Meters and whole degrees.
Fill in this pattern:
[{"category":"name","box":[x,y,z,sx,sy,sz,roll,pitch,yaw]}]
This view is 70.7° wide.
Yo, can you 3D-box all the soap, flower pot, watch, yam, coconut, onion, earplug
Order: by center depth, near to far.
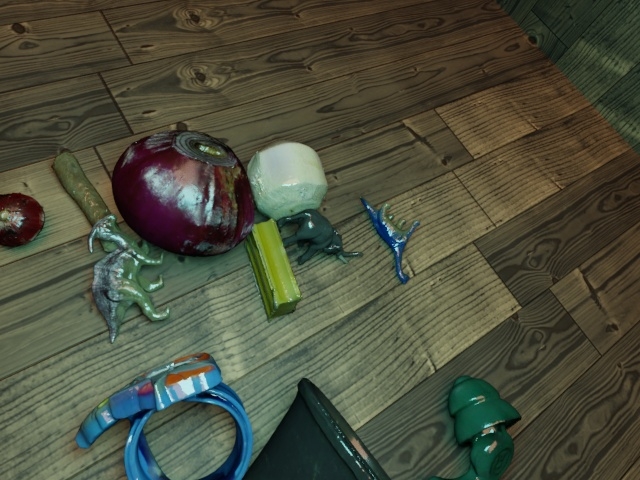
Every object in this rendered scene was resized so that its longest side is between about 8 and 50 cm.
[{"category":"watch","box":[-0.296,0.393,0.888,0.305,0.241,0.274,-24,90,-15]},{"category":"flower pot","box":[-0.007,0.492,0.891,0.251,0.379,0.379,-40,79,-7]},{"category":"onion","box":[-0.707,-0.049,1.041,0.131,0.131,0.131,7,62,-14]},{"category":"onion","box":[-0.332,-0.108,1.059,0.336,0.282,0.260,51,32,12]},{"category":"earplug","box":[0.368,0.478,1.104,0.258,0.164,0.280,-22,54,13]},{"category":"yam","box":[-0.578,-0.092,1.133,0.066,0.066,0.299,-32,76,-28]},{"category":"soap","box":[-0.123,0.075,1.146,0.076,0.135,0.233,-11,67,-21]},{"category":"coconut","box":[-0.098,-0.173,1.240,0.224,0.224,0.233,-19,77,-25]}]

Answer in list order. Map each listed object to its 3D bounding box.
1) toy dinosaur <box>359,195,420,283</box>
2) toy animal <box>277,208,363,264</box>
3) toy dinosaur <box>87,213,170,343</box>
[{"category":"toy dinosaur","box":[0.187,-0.010,1.327,0.248,0.075,0.188,33,66,-6]},{"category":"toy animal","box":[-0.007,0.005,1.222,0.269,0.137,0.082,40,34,-43]},{"category":"toy dinosaur","box":[-0.451,0.083,1.060,0.162,0.077,0.294,-5,73,-27]}]
